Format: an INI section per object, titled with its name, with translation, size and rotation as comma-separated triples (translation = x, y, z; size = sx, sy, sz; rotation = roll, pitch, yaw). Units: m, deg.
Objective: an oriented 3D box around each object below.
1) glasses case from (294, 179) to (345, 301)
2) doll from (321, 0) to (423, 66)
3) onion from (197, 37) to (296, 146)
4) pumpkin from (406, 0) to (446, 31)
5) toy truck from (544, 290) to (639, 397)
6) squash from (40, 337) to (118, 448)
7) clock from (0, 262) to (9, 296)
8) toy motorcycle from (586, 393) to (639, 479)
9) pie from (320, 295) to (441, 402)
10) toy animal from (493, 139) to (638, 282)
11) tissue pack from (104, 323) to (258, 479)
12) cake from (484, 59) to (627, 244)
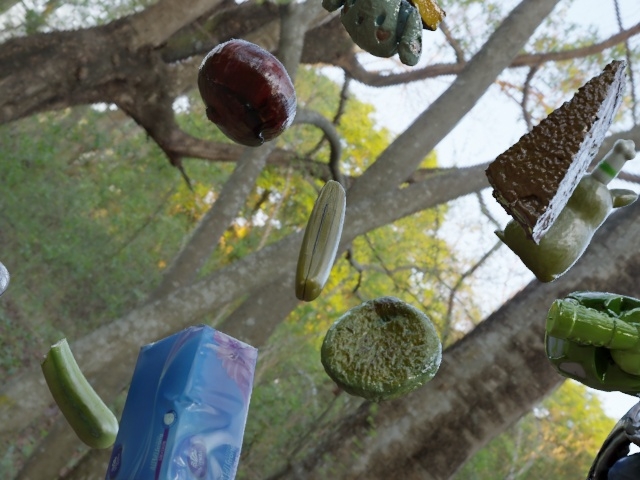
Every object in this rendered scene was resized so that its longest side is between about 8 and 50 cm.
[glasses case]
translation = 0.000, 0.000, 1.312
size = 0.064, 0.234, 0.079
rotation = 12, -34, 5
[doll]
translation = 0.084, -0.340, 1.146
size = 0.214, 0.071, 0.103
rotation = 46, -57, 28
[onion]
translation = -0.171, -0.323, 1.685
size = 0.246, 0.190, 0.246
rotation = 39, -26, 23
[pumpkin]
translation = 0.172, -0.597, 1.594
size = 0.258, 0.095, 0.290
rotation = -124, -164, -61
[toy truck]
translation = 0.425, 0.143, 1.098
size = 0.187, 0.148, 0.210
rotation = 15, -11, 19
[squash]
translation = -0.495, 0.321, 1.542
size = 0.250, 0.083, 0.083
rotation = 64, -20, -13
[clock]
translation = -0.596, 0.085, 1.283
size = 0.176, 0.080, 0.117
rotation = -11, -59, 30
[toy motorcycle]
translation = 0.446, 0.257, 0.807
size = 0.319, 0.241, 0.182
rotation = 11, -36, -28
[pie]
translation = 0.140, 0.252, 1.739
size = 0.277, 0.277, 0.078
rotation = 35, -23, 34
[toy animal]
translation = 0.576, -0.074, 1.744
size = 0.181, 0.363, 0.180
rotation = 42, -3, -40
[tissue pack]
translation = -0.227, 0.294, 1.232
size = 0.146, 0.263, 0.198
rotation = 32, -40, -33
[cake]
translation = 0.349, -0.139, 1.096
size = 0.113, 0.295, 0.116
rotation = 34, -11, 28
